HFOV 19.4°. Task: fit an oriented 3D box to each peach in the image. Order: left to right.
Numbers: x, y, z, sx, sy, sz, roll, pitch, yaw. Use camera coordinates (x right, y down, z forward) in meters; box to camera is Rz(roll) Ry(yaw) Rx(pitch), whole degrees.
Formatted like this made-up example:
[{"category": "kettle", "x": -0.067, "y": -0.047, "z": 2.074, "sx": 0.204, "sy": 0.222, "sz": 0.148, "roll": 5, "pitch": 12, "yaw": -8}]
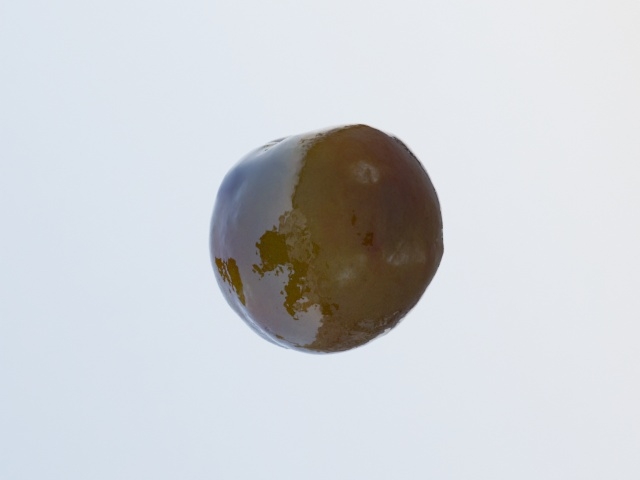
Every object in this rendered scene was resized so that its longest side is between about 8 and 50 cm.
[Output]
[{"category": "peach", "x": 0.000, "y": 0.000, "z": 1.067, "sx": 0.138, "sy": 0.138, "sz": 0.138, "roll": 46, "pitch": -145, "yaw": -46}]
